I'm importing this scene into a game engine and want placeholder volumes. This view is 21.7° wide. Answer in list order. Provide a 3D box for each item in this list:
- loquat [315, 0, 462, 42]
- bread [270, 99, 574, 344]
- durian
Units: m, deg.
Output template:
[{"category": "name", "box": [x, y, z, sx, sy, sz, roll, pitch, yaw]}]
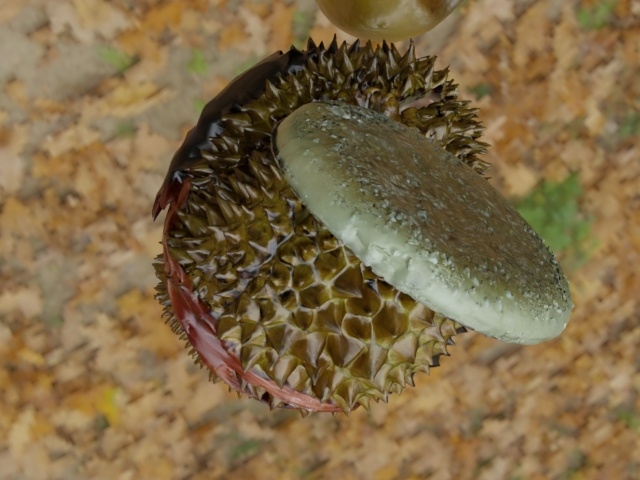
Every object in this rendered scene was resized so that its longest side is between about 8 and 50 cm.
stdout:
[{"category": "loquat", "box": [0.080, -0.308, 1.742, 0.213, 0.213, 0.213, -22, 143, -17]}, {"category": "bread", "box": [0.082, -0.021, 1.250, 0.267, 0.267, 0.040, 12, 122, -46]}, {"category": "durian", "box": [0.000, -0.004, 1.594, 0.347, 0.348, 0.384, -11, 149, -29]}]
